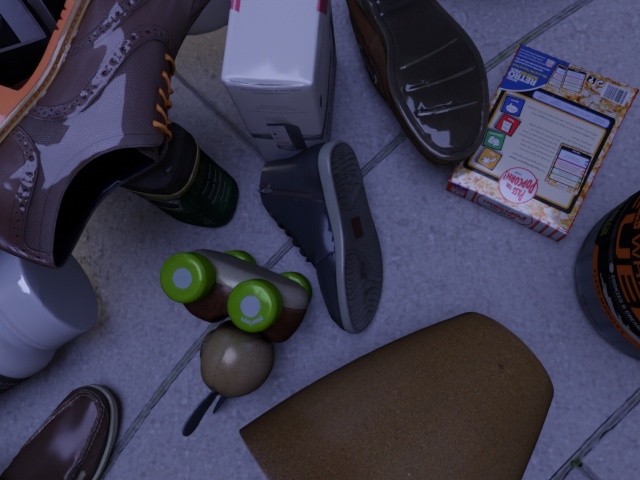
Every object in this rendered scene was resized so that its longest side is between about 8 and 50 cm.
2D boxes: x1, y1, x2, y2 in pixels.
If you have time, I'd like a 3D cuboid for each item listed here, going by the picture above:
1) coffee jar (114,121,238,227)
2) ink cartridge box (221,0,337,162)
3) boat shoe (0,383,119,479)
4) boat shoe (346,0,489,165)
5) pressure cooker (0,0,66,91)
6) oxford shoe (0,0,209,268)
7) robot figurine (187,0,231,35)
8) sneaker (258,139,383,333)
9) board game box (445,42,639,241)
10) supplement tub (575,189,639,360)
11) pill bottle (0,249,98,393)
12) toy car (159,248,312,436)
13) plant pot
[{"bbox_3d":[-0.167,-0.074,0.611,0.096,0.184,0.079,11,80,11],"label":"coffee jar"},{"bbox_3d":[-0.035,-0.195,0.600,0.092,0.218,0.159,4,79,4],"label":"ink cartridge box"},{"bbox_3d":[-0.328,0.287,0.604,0.095,0.095,0.257,27,83,13],"label":"boat shoe"},{"bbox_3d":[0.113,-0.220,0.645,0.110,0.104,0.307,-16,74,-4],"label":"boat shoe"},{"bbox_3d":[-0.429,-0.206,0.558,0.375,0.370,0.420,30,59,15],"label":"pressure cooker"},{"bbox_3d":[-0.174,-0.140,0.486,0.132,0.130,0.364,35,85,4],"label":"oxford shoe"},{"bbox_3d":[-0.192,-0.401,0.659,0.300,0.200,0.353,-9,59,-34],"label":"robot figurine"},{"bbox_3d":[0.000,0.000,0.636,0.118,0.083,0.222,-6,94,40],"label":"sneaker"},{"bbox_3d":[0.259,-0.118,0.627,0.146,0.045,0.193,28,84,13],"label":"board game box"},{"bbox_3d":[0.359,0.015,0.444,0.193,0.316,0.194,-2,77,8],"label":"supplement tub"},{"bbox_3d":[-0.424,0.117,0.622,0.283,0.161,0.161,-29,75,1],"label":"pill bottle"},{"bbox_3d":[-0.107,0.115,0.589,0.149,0.155,0.188,20,94,12],"label":"toy car"},{"bbox_3d":[0.095,0.195,0.512,0.254,0.237,0.237,-37,75,-16],"label":"plant pot"}]
